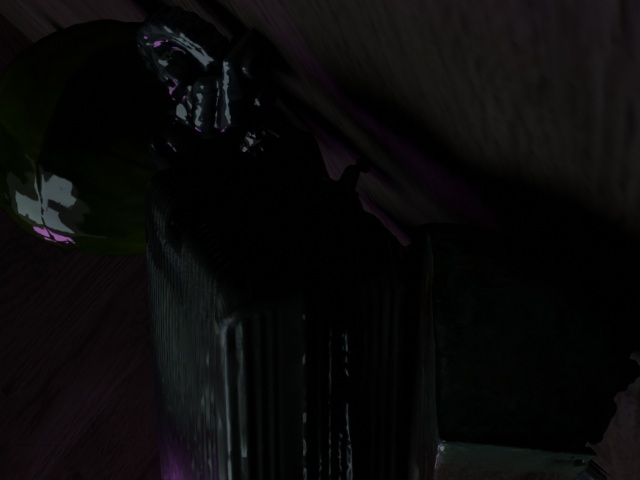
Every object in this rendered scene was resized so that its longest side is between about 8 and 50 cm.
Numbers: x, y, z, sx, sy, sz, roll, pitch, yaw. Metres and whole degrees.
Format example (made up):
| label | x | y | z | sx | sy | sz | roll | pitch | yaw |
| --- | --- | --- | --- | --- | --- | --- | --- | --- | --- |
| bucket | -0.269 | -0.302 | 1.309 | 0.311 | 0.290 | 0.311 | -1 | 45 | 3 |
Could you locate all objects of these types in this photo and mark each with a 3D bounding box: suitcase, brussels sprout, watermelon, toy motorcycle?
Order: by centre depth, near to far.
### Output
| label | x | y | z | sx | sy | sz | roll | pitch | yaw |
| --- | --- | --- | --- | --- | --- | --- | --- | --- | --- |
| watermelon | 0.115 | 0.109 | 0.610 | 0.148 | 0.226 | 0.318 | 7 | -178 | 2 |
| suitcase | -0.035 | 0.107 | 0.697 | 0.202 | 0.128 | 0.312 | -135 | 41 | -57 |
| toy motorcycle | -0.047 | -0.063 | 0.807 | 0.159 | 0.106 | 0.270 | 22 | 152 | 24 |
| brussels sprout | -0.170 | -0.090 | 0.974 | 0.271 | 0.219 | 0.210 | 13 | -163 | -14 |

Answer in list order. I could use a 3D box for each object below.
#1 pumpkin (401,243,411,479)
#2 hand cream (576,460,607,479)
| label | x | y | z | sx | sy | sz | roll | pitch | yaw |
| --- | --- | --- | --- | --- | --- | --- | --- | --- | --- |
| pumpkin | 0.063 | 0.132 | 0.964 | 0.225 | 0.256 | 0.303 | 45 | 159 | -28 |
| hand cream | 0.388 | 0.342 | 1.806 | 0.255 | 0.048 | 0.079 | 43 | 170 | -11 |
